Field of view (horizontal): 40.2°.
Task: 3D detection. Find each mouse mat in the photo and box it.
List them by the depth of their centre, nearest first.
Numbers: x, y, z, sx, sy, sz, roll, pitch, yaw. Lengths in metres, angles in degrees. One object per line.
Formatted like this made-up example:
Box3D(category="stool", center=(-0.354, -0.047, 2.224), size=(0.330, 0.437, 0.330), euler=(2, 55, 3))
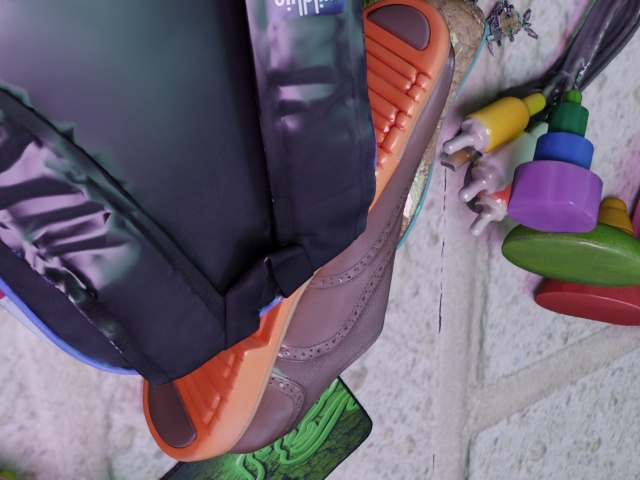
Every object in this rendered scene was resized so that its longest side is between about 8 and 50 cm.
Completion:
Box3D(category="mouse mat", center=(-0.045, 0.193, 0.775), size=(0.190, 0.007, 0.152), euler=(-44, 131, -12))

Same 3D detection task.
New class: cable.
Box3D(category="cable", center=(0.211, -0.115, 0.766), size=(0.287, 0.072, 0.139), euler=(-39, 136, -15))

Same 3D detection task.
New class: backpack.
Box3D(category="backpack", center=(-0.103, -0.070, 0.461), size=(0.276, 0.213, 0.263), euler=(-32, 120, -12))

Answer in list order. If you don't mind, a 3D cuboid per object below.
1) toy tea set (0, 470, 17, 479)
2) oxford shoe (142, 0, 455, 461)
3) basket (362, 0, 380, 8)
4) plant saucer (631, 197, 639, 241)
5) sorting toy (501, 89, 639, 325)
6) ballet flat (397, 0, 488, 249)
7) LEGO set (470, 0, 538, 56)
Box3D(category="toy tea set", center=(-0.209, 0.289, 0.634), size=(0.200, 0.124, 0.336), euler=(17, 125, -7))
Box3D(category="oxford shoe", center=(0.000, 0.000, 0.636), size=(0.133, 0.130, 0.363), euler=(12, 116, -45))
Box3D(category="basket", center=(0.140, -0.259, 0.541), size=(0.299, 0.213, 0.223), euler=(-27, 125, -24))
Box3D(category="plant saucer", center=(0.452, -0.023, 0.979), size=(0.332, 0.084, 0.332), euler=(-19, 122, -33))
Box3D(category="sorting toy", center=(0.243, -0.025, 0.790), size=(0.365, 0.127, 0.126), euler=(40, 61, -59))
Box3D(category="ballet flat", center=(0.060, -0.092, 0.671), size=(0.067, 0.073, 0.206), euler=(17, 93, -31))
Box3D(category="LEGO set", center=(0.142, -0.184, 0.716), size=(0.083, 0.023, 0.054), euler=(39, 84, -29))
